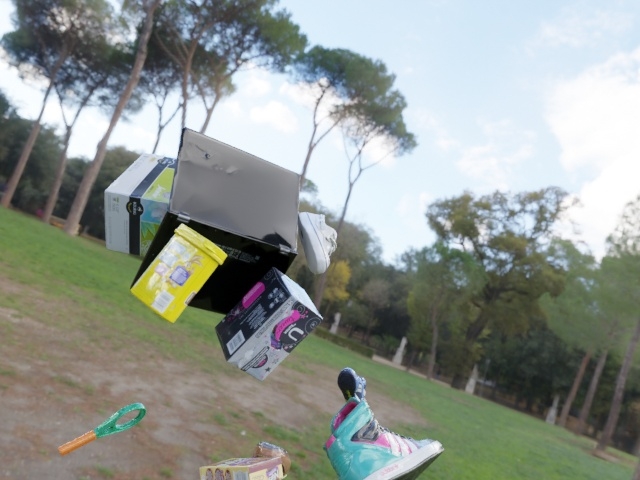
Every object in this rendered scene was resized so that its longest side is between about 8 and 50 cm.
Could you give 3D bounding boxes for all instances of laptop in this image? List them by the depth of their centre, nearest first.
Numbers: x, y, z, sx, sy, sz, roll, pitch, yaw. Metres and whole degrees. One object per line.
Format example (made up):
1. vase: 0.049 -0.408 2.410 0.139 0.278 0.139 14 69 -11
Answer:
1. laptop: -0.279 -0.031 1.550 0.382 0.408 0.236 19 23 -30

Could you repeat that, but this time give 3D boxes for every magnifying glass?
1. magnifying glass: -0.580 0.506 1.476 0.026 0.231 0.092 46 -37 29

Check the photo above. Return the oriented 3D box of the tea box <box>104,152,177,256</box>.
1. tea box: -0.482 -0.108 1.806 0.324 0.220 0.329 10 30 0

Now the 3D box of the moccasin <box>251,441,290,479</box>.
1. moccasin: -0.189 0.781 1.810 0.139 0.147 0.380 22 -44 1

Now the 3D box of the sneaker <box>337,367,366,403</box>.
1. sneaker: 0.082 0.360 1.388 0.053 0.059 0.144 11 -44 27

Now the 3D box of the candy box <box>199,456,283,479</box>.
1. candy box: -0.196 0.568 1.350 0.187 0.053 0.109 -21 -18 37

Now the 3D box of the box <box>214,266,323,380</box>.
1. box: -0.142 0.230 1.509 0.142 0.247 0.163 40 6 -35

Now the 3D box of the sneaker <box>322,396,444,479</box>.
1. sneaker: 0.108 0.384 1.055 0.295 0.124 0.178 12 31 -53

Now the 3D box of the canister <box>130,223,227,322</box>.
1. canister: -0.284 0.065 1.097 0.126 0.170 0.073 28 -14 37

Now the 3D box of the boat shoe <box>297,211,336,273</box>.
1. boat shoe: 0.000 0.000 1.404 0.088 0.096 0.267 -6 22 -8
